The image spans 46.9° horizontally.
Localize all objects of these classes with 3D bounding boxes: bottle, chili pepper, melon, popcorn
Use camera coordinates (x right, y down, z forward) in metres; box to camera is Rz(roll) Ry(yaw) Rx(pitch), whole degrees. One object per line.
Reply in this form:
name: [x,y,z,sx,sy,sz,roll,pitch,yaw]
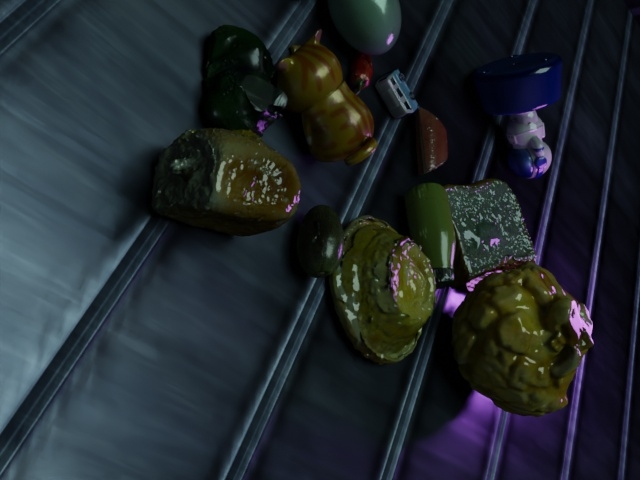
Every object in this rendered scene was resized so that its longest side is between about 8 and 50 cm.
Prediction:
bottle: [0.279,-0.009,1.834,0.112,0.112,0.260,20,56,-44]
chili pepper: [-0.150,-0.312,1.455,0.148,0.116,0.265,24,60,-39]
melon: [0.000,0.000,1.541,0.099,0.099,0.162,30,51,-40]
chili pepper: [0.105,-0.425,1.841,0.059,0.050,0.191,27,49,-22]
popcorn: [0.503,0.245,1.881,0.344,0.353,0.390,-81,-179,-56]

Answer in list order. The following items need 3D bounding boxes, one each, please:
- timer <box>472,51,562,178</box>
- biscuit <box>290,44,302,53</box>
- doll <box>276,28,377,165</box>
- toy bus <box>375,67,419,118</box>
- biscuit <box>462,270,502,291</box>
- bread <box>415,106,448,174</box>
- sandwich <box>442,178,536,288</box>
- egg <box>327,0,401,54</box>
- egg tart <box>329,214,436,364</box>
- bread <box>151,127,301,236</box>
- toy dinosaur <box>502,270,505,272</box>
timer: [0.643,-0.375,2.330,0.270,0.270,0.384,-39,121,-48]
biscuit: [-0.032,-0.408,1.701,0.081,0.018,0.083,-14,88,-50]
doll: [0.009,-0.296,1.606,0.270,0.162,0.167,51,54,-14]
toy bus: [0.198,-0.376,1.926,0.123,0.060,0.075,57,47,-16]
biscuit: [0.475,0.077,2.114,0.254,0.029,0.172,14,70,-44]
bread: [0.305,-0.260,2.004,0.119,0.067,0.193,14,67,-46]
sandwich: [0.435,-0.031,2.005,0.301,0.099,0.271,-12,83,-36]
egg: [0.109,-0.564,1.799,0.168,0.168,0.231,-46,113,-46]
egg tart: [0.163,0.106,1.673,0.345,0.132,0.346,19,65,-47]
bread: [-0.170,-0.114,1.306,0.246,0.195,0.176,14,72,-47]
toy dinosaur: [0.505,0.037,2.112,0.108,0.032,0.220,-30,92,-42]
